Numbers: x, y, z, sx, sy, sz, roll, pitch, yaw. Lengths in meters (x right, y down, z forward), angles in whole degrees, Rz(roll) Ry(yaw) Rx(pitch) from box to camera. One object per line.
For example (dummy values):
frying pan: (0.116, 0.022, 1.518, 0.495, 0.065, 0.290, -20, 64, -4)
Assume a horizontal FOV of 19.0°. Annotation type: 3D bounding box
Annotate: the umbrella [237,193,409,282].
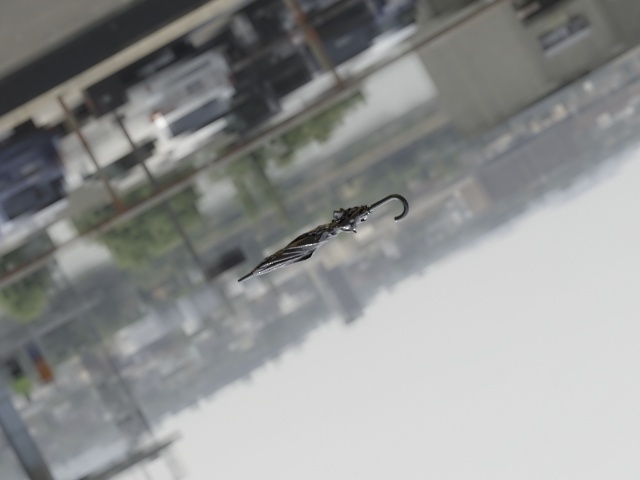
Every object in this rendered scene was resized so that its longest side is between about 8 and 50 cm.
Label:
umbrella: (-0.001, -0.003, 1.151, 0.122, 0.022, 0.013, -23, -173, 23)
